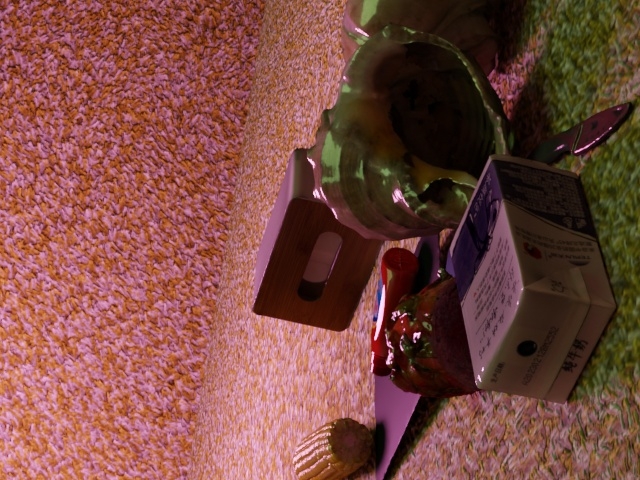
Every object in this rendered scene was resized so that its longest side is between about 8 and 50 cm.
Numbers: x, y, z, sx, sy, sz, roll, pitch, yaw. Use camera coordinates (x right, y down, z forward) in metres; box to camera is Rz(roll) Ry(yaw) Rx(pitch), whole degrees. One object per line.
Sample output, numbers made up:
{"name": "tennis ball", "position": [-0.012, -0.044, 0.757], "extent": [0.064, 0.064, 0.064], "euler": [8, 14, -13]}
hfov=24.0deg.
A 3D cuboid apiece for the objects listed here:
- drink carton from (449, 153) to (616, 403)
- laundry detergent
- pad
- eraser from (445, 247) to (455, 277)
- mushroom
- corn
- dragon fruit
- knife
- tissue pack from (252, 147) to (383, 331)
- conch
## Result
{"name": "drink carton", "position": [0.203, 0.036, 1.483], "extent": [0.222, 0.102, 0.134], "euler": [-93, 21, -52]}
{"name": "laundry detergent", "position": [0.090, 0.097, 1.956], "extent": [0.097, 0.049, 0.165], "euler": [-81, 1, -67]}
{"name": "pad", "position": [0.111, 0.143, 1.961], "extent": [0.367, 0.007, 0.248], "euler": [108, 168, -50]}
{"name": "eraser", "position": [0.185, 0.035, 1.723], "extent": [0.225, 0.036, 0.082], "euler": [146, 135, -74]}
{"name": "mushroom", "position": [0.134, -0.276, 1.879], "extent": [0.184, 0.255, 0.255], "euler": [50, 140, 26]}
{"name": "corn", "position": [0.015, 0.305, 2.162], "extent": [0.248, 0.081, 0.081], "euler": [129, 150, -69]}
{"name": "dragon fruit", "position": [0.114, 0.114, 1.699], "extent": [0.102, 0.096, 0.147], "euler": [-40, 64, 52]}
{"name": "knife", "position": [0.261, -0.103, 1.546], "extent": [0.247, 0.018, 0.035], "euler": [147, 135, -73]}
{"name": "tissue pack", "position": [-0.001, 0.000, 2.356], "extent": [0.136, 0.159, 0.246], "euler": [-90, 16, -51]}
{"name": "conch", "position": [0.130, -0.119, 1.762], "extent": [0.324, 0.186, 0.263], "euler": [17, 115, 36]}
